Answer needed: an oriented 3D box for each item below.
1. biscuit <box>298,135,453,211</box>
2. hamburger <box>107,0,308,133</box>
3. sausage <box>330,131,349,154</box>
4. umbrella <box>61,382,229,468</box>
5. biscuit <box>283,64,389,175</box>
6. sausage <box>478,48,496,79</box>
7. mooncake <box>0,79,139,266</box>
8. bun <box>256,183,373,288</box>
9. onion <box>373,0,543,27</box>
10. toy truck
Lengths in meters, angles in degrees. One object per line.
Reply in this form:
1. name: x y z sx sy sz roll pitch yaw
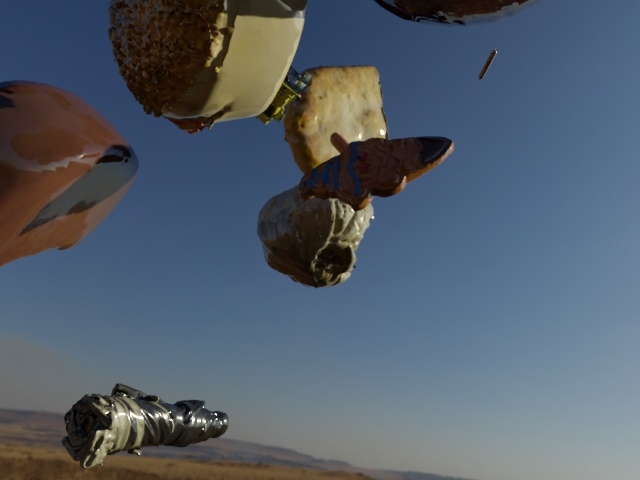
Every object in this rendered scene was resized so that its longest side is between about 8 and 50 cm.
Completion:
1. biscuit: 0.093 -0.127 0.828 0.280 0.183 0.043 -17 -46 9
2. hamburger: -0.141 -0.270 0.542 0.179 0.276 0.294 -2 -34 -33
3. sausage: 0.055 -0.233 1.180 0.034 0.083 0.034 -31 -25 -16
4. umbrella: -0.305 0.342 0.889 0.106 0.113 0.358 16 -9 31
5. biscuit: 0.064 -0.337 1.512 0.446 0.429 0.104 -19 8 -41
6. sausage: 0.478 -0.502 1.366 0.015 0.015 0.100 11 -39 -6
7. mooncake: -0.440 -0.085 0.713 0.174 0.326 0.334 45 -41 -5
8. bun: -0.014 -0.005 1.087 0.282 0.205 0.281 -3 -55 -5
9. onion: 0.110 -0.377 0.488 0.260 0.336 0.282 -10 -16 25
10. toy truck: -0.118 -0.362 1.146 0.124 0.272 0.157 38 -68 -13
